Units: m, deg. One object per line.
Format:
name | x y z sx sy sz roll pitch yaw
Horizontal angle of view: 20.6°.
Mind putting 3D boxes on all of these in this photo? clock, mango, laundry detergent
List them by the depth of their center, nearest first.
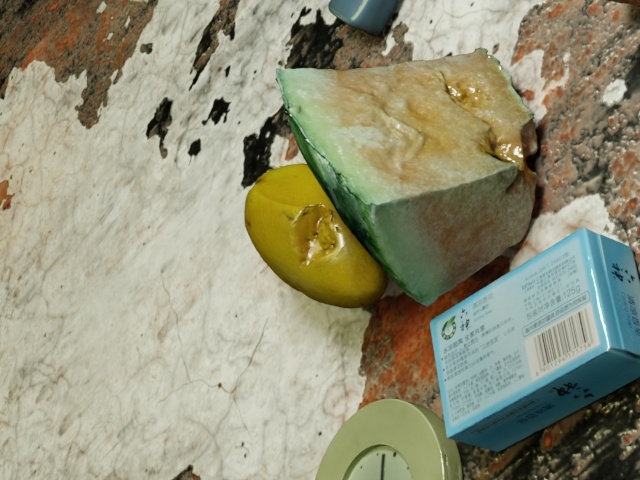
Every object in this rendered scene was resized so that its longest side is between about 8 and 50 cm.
clock | 0.069 0.293 1.965 0.235 0.029 0.235 -27 55 45
mango | 0.000 0.000 2.059 0.130 0.167 0.262 -36 22 -7
laundry detergent | 0.086 -0.363 2.211 0.206 0.061 0.096 -62 29 9

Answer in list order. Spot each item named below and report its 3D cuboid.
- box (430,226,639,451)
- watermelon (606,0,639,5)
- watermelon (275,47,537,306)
box | 0.224 0.105 1.808 0.232 0.083 0.143 -36 49 39
watermelon | 0.382 -0.314 1.778 0.256 0.139 0.193 -20 63 57
watermelon | 0.098 -0.072 1.925 0.264 0.302 0.151 57 145 40
